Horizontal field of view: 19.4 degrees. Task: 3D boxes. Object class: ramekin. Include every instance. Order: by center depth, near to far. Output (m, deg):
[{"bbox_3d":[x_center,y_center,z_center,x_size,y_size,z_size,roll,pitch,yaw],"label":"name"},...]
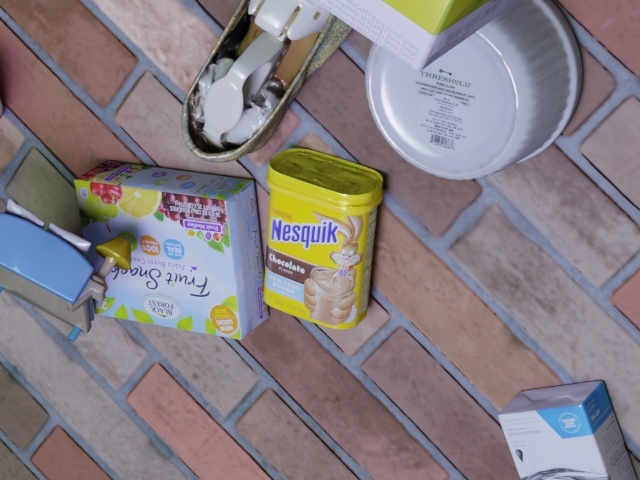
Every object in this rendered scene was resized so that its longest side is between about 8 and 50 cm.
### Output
[{"bbox_3d":[0.142,-0.158,1.839,0.207,0.109,0.207,13,118,25],"label":"ramekin"}]

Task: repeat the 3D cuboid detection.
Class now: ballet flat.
[{"bbox_3d":[-0.047,-0.211,1.925,0.123,0.123,0.348,40,126,9],"label":"ballet flat"}]

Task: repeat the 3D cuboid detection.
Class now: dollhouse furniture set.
[{"bbox_3d":[-0.333,-0.024,2.168,0.303,0.198,0.286,27,162,7],"label":"dollhouse furniture set"}]

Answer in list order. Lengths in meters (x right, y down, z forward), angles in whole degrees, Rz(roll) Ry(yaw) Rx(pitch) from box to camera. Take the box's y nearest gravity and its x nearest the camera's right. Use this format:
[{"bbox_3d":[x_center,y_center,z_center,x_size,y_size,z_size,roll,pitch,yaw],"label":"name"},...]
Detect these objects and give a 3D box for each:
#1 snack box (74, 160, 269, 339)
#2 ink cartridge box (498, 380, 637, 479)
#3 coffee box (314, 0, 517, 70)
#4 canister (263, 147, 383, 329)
[{"bbox_3d":[-0.168,0.010,2.131,0.207,0.070,0.175,10,118,29],"label":"snack box"},{"bbox_3d":[0.271,0.246,1.980,0.104,0.060,0.180,-12,106,34],"label":"ink cartridge box"},{"bbox_3d":[0.091,-0.414,1.591,0.338,0.337,0.334,37,131,12],"label":"coffee box"},{"bbox_3d":[0.000,0.000,2.023,0.126,0.073,0.170,18,122,24],"label":"canister"}]
